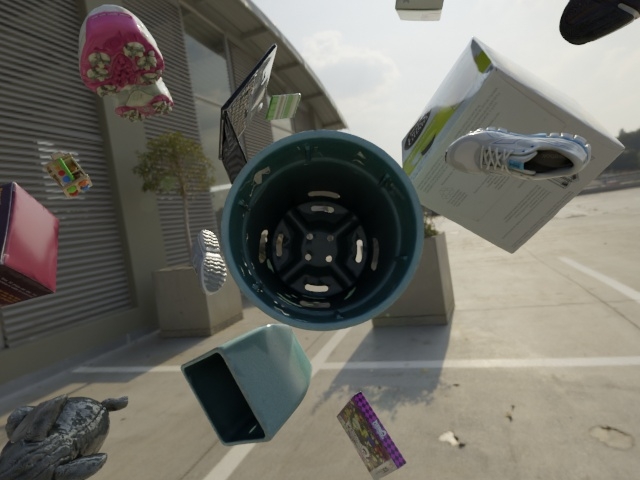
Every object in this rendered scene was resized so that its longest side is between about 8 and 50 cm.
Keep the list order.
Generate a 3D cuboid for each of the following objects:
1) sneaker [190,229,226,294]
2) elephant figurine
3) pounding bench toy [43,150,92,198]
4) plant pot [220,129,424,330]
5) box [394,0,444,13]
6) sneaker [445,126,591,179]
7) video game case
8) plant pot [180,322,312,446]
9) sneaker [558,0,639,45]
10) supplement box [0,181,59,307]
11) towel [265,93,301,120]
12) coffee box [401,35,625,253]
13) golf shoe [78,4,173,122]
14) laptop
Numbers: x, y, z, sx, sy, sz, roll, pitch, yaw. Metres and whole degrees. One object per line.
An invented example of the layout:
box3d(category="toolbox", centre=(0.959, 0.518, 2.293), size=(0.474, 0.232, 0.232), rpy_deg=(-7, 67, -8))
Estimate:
box3d(category="sneaker", centre=(-0.430, 0.097, 1.515), size=(0.115, 0.281, 0.105), rpy_deg=(-41, -46, 24))
box3d(category="elephant figurine", centre=(-0.408, 0.323, 0.599), size=(0.169, 0.186, 0.239), rpy_deg=(20, -21, -18))
box3d(category="pounding bench toy", centre=(-0.481, -0.126, 0.768), size=(0.052, 0.065, 0.083), rpy_deg=(-39, 3, -25))
box3d(category="plant pot", centre=(0.000, 0.000, 0.835), size=(0.341, 0.341, 0.334), rpy_deg=(-9, -7, -3))
box3d(category="box", centre=(0.286, -0.708, 1.124), size=(0.127, 0.148, 0.232), rpy_deg=(8, 24, 11))
box3d(category="sneaker", centre=(0.268, -0.119, 0.567), size=(0.191, 0.071, 0.083), rpy_deg=(6, 26, 31))
box3d(category="video game case", centre=(0.149, 0.615, 1.259), size=(0.042, 0.232, 0.210), rpy_deg=(-20, -31, -29))
box3d(category="plant pot", centre=(-0.172, 0.358, 1.089), size=(0.248, 0.247, 0.252), rpy_deg=(-33, -4, 43))
box3d(category="sneaker", centre=(0.526, -0.409, 0.643), size=(0.281, 0.106, 0.162), rpy_deg=(-43, -25, 25))
box3d(category="supplement box", centre=(-0.395, 0.022, 0.427), size=(0.188, 0.104, 0.081), rpy_deg=(-15, -29, -4))
box3d(category="towel", centre=(-0.155, -0.551, 1.657), size=(0.152, 0.023, 0.113), rpy_deg=(-22, -31, -40))
box3d(category="coffee box", centre=(0.436, -0.246, 1.024), size=(0.338, 0.337, 0.334), rpy_deg=(26, 37, -9))
box3d(category="golf shoe", centre=(-0.307, -0.288, 0.620), size=(0.115, 0.140, 0.306), rpy_deg=(-17, 4, -16))
box3d(category="laptop", centre=(-0.191, -0.301, 1.275), size=(0.236, 0.408, 0.382), rpy_deg=(34, -16, -8))
